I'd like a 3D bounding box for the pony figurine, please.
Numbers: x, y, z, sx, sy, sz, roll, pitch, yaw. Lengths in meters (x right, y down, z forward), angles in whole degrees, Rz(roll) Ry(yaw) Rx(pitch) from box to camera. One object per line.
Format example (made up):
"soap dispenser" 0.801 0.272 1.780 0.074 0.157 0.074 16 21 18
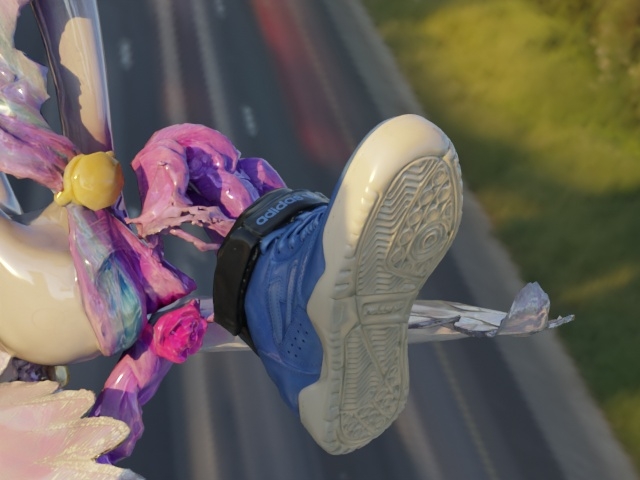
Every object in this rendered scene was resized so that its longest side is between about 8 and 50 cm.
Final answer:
"pony figurine" -0.115 0.023 0.773 0.302 0.363 0.351 -24 8 -33

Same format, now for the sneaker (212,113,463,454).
"sneaker" -0.001 0.000 0.615 0.058 0.152 0.084 -26 55 -27
